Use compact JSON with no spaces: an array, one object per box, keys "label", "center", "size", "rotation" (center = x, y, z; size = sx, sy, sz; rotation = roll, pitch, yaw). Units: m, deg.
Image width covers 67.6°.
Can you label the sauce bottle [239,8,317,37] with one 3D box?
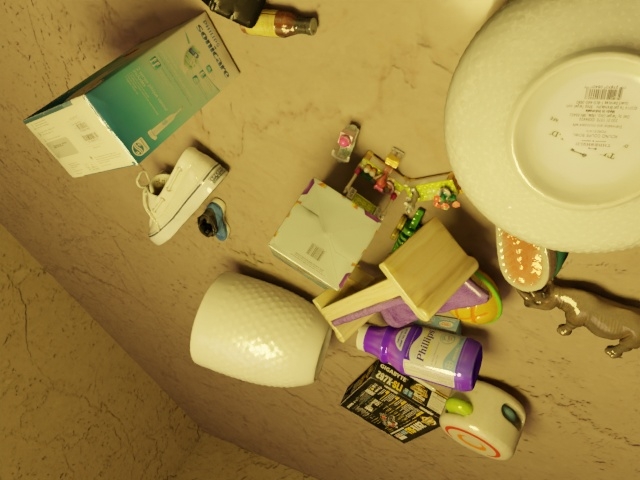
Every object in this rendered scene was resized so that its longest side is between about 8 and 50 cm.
[{"label":"sauce bottle","center":[-0.067,-0.342,0.756],"size":[0.128,0.042,0.042],"rotation":[18,142,23]}]

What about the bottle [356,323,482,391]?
[{"label":"bottle","center":[0.222,0.256,1.106],"size":[0.282,0.118,0.092],"rotation":[10,137,30]}]

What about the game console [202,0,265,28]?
[{"label":"game console","center":[-0.129,-0.407,0.720],"size":[0.107,0.071,0.122],"rotation":[16,125,-25]}]

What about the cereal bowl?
[{"label":"cereal bowl","center":[0.303,-0.131,0.543],"size":[0.338,0.141,0.339],"rotation":[11,117,23]}]

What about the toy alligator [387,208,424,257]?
[{"label":"toy alligator","center":[0.167,0.008,0.979],"size":[0.056,0.051,0.190],"rotation":[29,144,6]}]

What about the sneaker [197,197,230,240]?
[{"label":"sneaker","center":[-0.280,-0.032,1.241],"size":[0.058,0.085,0.152],"rotation":[25,144,10]}]

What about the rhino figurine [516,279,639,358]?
[{"label":"rhino figurine","center":[0.478,0.131,0.872],"size":[0.243,0.073,0.106],"rotation":[23,147,15]}]

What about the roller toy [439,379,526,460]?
[{"label":"roller toy","center":[0.418,0.454,1.230],"size":[0.191,0.146,0.209],"rotation":[23,152,22]}]

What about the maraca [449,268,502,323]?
[{"label":"maraca","center":[0.281,0.094,0.960],"size":[0.185,0.099,0.127],"rotation":[43,142,17]}]

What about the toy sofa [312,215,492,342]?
[{"label":"toy sofa","center":[0.141,0.114,0.929],"size":[0.177,0.150,0.362],"rotation":[53,153,1]}]

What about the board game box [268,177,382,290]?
[{"label":"board game box","center":[0.000,0.000,0.924],"size":[0.144,0.142,0.275],"rotation":[33,173,-1]}]

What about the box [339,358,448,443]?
[{"label":"box","center":[0.226,0.513,1.503],"size":[0.257,0.079,0.322],"rotation":[28,144,3]}]

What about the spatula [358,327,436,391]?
[{"label":"spatula","center":[0.203,0.315,1.290],"size":[0.242,0.019,0.168],"rotation":[27,148,32]}]

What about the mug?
[{"label":"mug","center":[-0.138,0.269,1.369],"size":[0.327,0.277,0.374],"rotation":[15,172,11]}]

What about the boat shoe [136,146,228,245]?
[{"label":"boat shoe","center":[-0.375,-0.116,1.175],"size":[0.156,0.136,0.367],"rotation":[42,140,-13]}]

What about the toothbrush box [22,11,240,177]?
[{"label":"toothbrush box","center":[-0.318,-0.253,0.835],"size":[0.216,0.296,0.126],"rotation":[-1,132,39]}]

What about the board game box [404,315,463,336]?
[{"label":"board game box","center":[0.284,0.264,1.201],"size":[0.160,0.039,0.212],"rotation":[5,135,34]}]

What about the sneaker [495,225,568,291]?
[{"label":"sneaker","center":[0.332,-0.079,0.726],"size":[0.108,0.121,0.303],"rotation":[17,124,45]}]

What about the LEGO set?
[{"label":"LEGO set","center":[0.146,-0.091,0.833],"size":[0.286,0.107,0.132],"rotation":[22,143,15]}]
